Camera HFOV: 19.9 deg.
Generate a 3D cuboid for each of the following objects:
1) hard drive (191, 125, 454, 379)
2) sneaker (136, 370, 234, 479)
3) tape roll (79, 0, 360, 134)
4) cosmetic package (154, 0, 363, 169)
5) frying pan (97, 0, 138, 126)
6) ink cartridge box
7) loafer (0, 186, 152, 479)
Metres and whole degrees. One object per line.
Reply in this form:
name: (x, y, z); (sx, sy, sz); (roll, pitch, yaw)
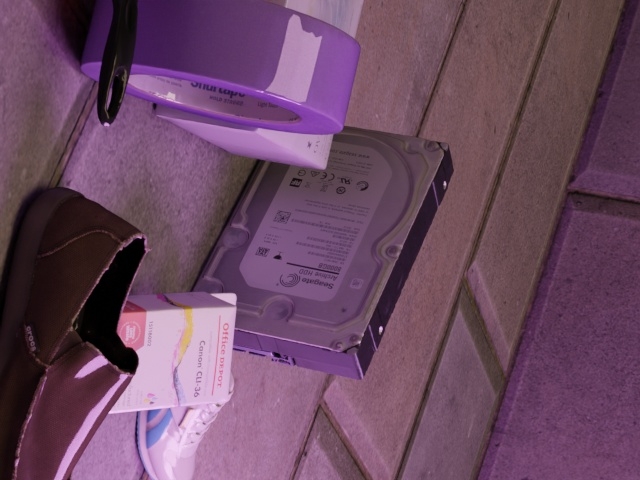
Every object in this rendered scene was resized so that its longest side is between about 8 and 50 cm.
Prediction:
hard drive: (0.000, 0.000, 2.247); (0.064, 0.236, 0.339); (72, 36, -50)
sneaker: (-0.156, 0.192, 2.145); (0.087, 0.092, 0.229); (-35, 133, -62)
tape roll: (-0.101, -0.184, 1.855); (0.275, 0.274, 0.090); (22, 80, -68)
cosmetic package: (-0.065, -0.219, 2.116); (0.224, 0.138, 0.224); (22, 79, -67)
frying pan: (-0.157, -0.276, 1.689); (0.197, 0.053, 0.326); (-13, 106, -55)
ink cartridge box: (-0.162, 0.121, 2.016); (0.198, 0.067, 0.115); (-3, 104, -38)
loafer: (-0.256, 0.134, 1.818); (0.134, 0.130, 0.366); (3, 98, -68)
